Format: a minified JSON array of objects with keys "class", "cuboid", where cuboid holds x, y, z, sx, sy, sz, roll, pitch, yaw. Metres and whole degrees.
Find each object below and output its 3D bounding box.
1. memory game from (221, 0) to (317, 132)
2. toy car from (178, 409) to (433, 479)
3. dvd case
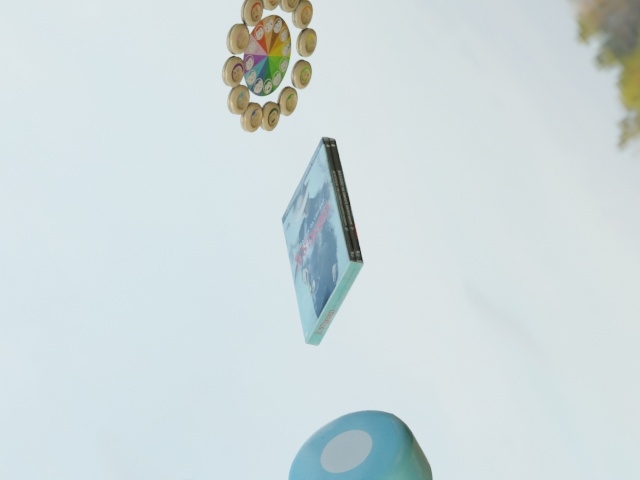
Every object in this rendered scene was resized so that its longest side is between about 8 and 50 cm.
[{"class":"memory game","cuboid":[-0.057,-0.217,2.112,0.012,0.186,0.186,16,169,31]},{"class":"toy car","cuboid":[0.014,0.257,0.920,0.238,0.210,0.219,-94,-22,-54]},{"class":"dvd case","cuboid":[0.000,0.000,1.230,0.013,0.087,0.119,9,-135,-20]}]
